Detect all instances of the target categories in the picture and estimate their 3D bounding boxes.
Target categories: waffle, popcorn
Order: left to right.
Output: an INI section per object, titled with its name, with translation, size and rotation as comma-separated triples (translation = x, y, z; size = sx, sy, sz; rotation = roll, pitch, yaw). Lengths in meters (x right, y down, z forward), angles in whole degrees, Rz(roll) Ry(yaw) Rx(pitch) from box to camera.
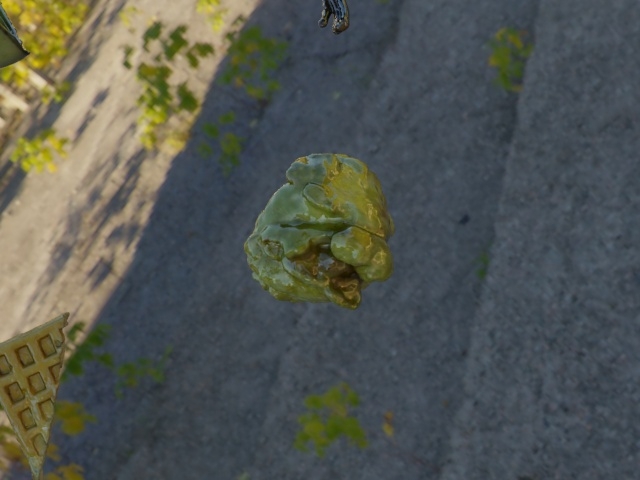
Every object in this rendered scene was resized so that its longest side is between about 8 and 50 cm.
[waffle]
translation = -0.321, 0.198, 1.299
size = 0.125, 0.191, 0.032
rotation = -25, 7, -11
[popcorn]
translation = 0.000, 0.000, 1.800
size = 0.250, 0.235, 0.241
rotation = -41, 27, 41

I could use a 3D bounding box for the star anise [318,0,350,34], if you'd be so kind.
[star anise]
translation = 0.006, -0.450, 1.447
size = 0.148, 0.237, 0.346
rotation = -10, 91, 53

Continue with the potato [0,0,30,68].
[potato]
translation = -0.344, -0.212, 0.867
size = 0.111, 0.160, 0.271
rotation = -39, 45, 0
